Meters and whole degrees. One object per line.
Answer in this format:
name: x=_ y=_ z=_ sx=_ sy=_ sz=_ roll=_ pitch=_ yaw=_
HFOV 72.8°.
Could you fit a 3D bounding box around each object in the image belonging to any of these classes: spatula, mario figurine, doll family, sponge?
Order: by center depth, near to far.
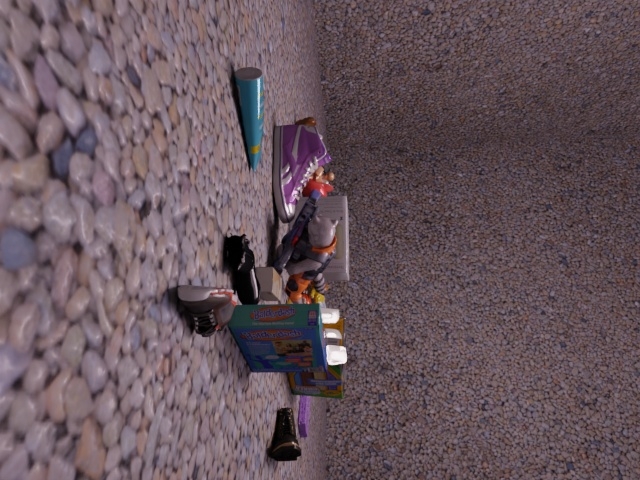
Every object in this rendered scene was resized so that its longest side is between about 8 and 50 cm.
spatula: x=-0.022 y=0.272 z=1.246 sx=0.241 sy=0.019 sz=0.169 roll=12 pitch=64 yaw=-40
mario figurine: x=-0.006 y=-0.303 z=1.673 sx=0.198 sy=0.170 sz=0.321 roll=7 pitch=71 yaw=-51
sponge: x=-0.059 y=0.639 z=1.690 sx=0.210 sy=0.031 sz=0.117 roll=-86 pitch=173 yaw=-50
doll family: x=-0.013 y=0.212 z=1.726 sx=0.263 sy=0.118 sz=0.163 roll=-5 pitch=79 yaw=-85

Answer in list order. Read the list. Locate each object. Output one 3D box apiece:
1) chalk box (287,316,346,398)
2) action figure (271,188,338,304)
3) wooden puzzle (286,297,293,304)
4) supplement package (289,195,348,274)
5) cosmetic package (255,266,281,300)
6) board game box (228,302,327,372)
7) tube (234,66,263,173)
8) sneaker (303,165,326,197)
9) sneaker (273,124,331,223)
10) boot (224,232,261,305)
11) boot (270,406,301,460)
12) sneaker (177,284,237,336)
chalk box: x=-0.006 y=0.405 z=1.450 sx=0.180 sy=0.178 sz=0.289 roll=-81 pitch=171 yaw=-45
action figure: x=-0.018 y=0.024 z=1.245 sx=0.330 sy=0.178 sz=0.342 roll=113 pitch=1 yaw=-54
wooden puzzle: x=-0.099 y=0.228 z=1.416 sx=0.079 sy=0.014 sz=0.117 roll=-76 pitch=165 yaw=-56
supplement package: x=0.000 y=0.000 z=1.530 sx=0.198 sy=0.199 sz=0.263 roll=70 pitch=20 yaw=-75
cosmetic package: x=-0.119 y=0.102 z=1.000 sx=0.115 sy=0.041 sz=0.061 roll=74 pitch=16 yaw=-73
board game box: x=-0.072 y=0.193 z=0.833 sx=0.210 sy=0.159 sz=0.047 roll=84 pitch=6 yaw=-52
tube: x=-0.137 y=-0.240 z=0.878 sx=0.207 sy=0.052 sz=0.080 roll=93 pitch=9 yaw=-48
sneaker: x=-0.026 y=-0.260 z=1.879 sx=0.101 sy=0.106 sz=0.268 roll=-82 pitch=171 yaw=-70
sneaker: x=-0.050 y=-0.189 z=1.221 sx=0.102 sy=0.160 sz=0.283 roll=19 pitch=71 yaw=-87
boot: x=-0.137 y=0.053 z=0.766 sx=0.099 sy=0.045 sz=0.121 roll=82 pitch=1 yaw=-72
boot: x=-0.093 y=0.494 z=1.134 sx=0.198 sy=0.076 sz=0.137 roll=106 pitch=-17 yaw=-57
sneaker: x=-0.146 y=0.096 z=0.578 sx=0.158 sy=0.061 sz=0.065 roll=69 pitch=26 yaw=-75
